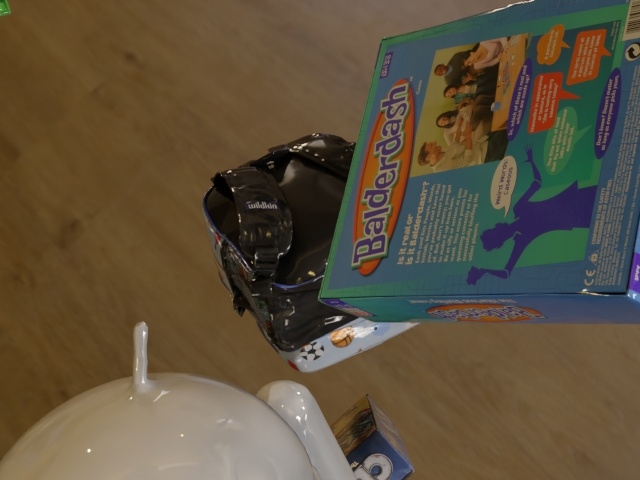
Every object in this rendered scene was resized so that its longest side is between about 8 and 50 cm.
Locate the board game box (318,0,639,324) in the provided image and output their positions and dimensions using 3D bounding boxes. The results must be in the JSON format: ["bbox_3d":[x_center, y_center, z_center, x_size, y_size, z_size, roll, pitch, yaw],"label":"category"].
[{"bbox_3d":[0.096,-0.039,0.620,0.210,0.047,0.160,-3,69,52],"label":"board game box"}]

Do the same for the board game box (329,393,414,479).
[{"bbox_3d":[-0.006,0.203,0.993,0.165,0.243,0.042,-42,89,0],"label":"board game box"}]

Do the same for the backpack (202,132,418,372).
[{"bbox_3d":[0.000,0.000,1.403,0.276,0.213,0.263,-19,40,-21],"label":"backpack"}]

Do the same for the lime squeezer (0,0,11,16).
[{"bbox_3d":[-0.280,-0.350,1.036,0.110,0.310,0.059,19,27,7],"label":"lime squeezer"}]

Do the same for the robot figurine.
[{"bbox_3d":[-0.068,0.219,0.706,0.200,0.353,0.300,-2,36,35],"label":"robot figurine"}]
